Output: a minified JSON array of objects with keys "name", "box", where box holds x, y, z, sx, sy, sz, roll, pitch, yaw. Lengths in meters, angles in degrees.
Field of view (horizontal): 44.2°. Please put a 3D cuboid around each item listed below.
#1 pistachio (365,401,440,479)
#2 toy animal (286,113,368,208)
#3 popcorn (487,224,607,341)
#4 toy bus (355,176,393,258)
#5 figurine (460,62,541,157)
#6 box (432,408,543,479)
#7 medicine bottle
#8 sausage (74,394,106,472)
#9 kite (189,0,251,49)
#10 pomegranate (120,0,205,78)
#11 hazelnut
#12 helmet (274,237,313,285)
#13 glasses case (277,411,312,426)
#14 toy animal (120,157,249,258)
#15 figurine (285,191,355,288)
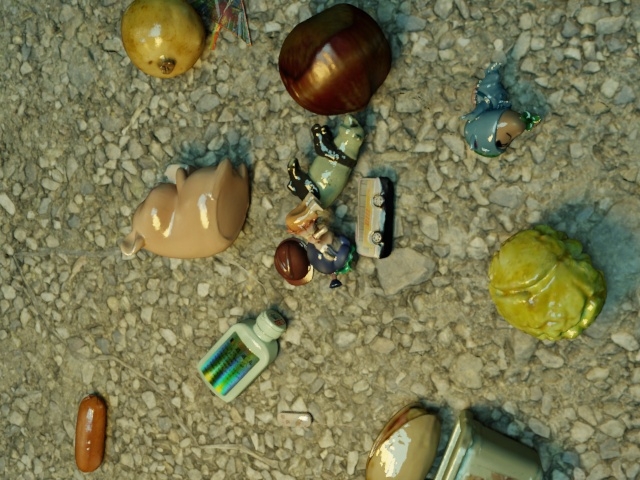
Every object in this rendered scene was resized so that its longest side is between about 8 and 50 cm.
[{"name":"pistachio","box":[0.171,0.447,1.655,0.144,0.144,0.215,25,93,17]},{"name":"toy animal","box":[0.015,-0.168,1.660,0.121,0.094,0.225,36,107,12]},{"name":"popcorn","box":[0.424,0.083,1.491,0.204,0.184,0.221,-38,84,27]},{"name":"toy bus","box":[0.113,-0.049,1.658,0.072,0.057,0.172,5,98,26]},{"name":"figurine","box":[0.350,-0.250,1.519,0.144,0.114,0.178,0,89,19]},{"name":"box","box":[0.316,0.527,1.593,0.182,0.175,0.311,20,98,7]},{"name":"medicine bottle","box":[-0.172,0.253,1.791,0.121,0.083,0.229,47,111,12]},{"name":"sausage","box":[-0.579,0.485,1.985,0.076,0.076,0.197,11,99,20]},{"name":"kite","box":[-0.216,-0.499,1.752,0.190,0.010,0.159,36,110,15]},{"name":"pomegranate","box":[-0.343,-0.441,1.719,0.196,0.196,0.196,3,98,21]},{"name":"hazelnut","box":[0.026,-0.351,1.586,0.229,0.229,0.229,3,98,21]},{"name":"helmet","box":[-0.066,0.051,1.738,0.089,0.057,0.111,-21,89,20]},{"name":"glasses case","box":[-0.060,0.409,1.801,0.083,0.021,0.032,-2,98,21]},{"name":"toy animal","box":[-0.297,-0.065,1.743,0.256,0.195,0.213,-3,88,24]},{"name":"figurine","box":[0.000,0.000,1.656,0.102,0.111,0.195,-35,114,8]}]
